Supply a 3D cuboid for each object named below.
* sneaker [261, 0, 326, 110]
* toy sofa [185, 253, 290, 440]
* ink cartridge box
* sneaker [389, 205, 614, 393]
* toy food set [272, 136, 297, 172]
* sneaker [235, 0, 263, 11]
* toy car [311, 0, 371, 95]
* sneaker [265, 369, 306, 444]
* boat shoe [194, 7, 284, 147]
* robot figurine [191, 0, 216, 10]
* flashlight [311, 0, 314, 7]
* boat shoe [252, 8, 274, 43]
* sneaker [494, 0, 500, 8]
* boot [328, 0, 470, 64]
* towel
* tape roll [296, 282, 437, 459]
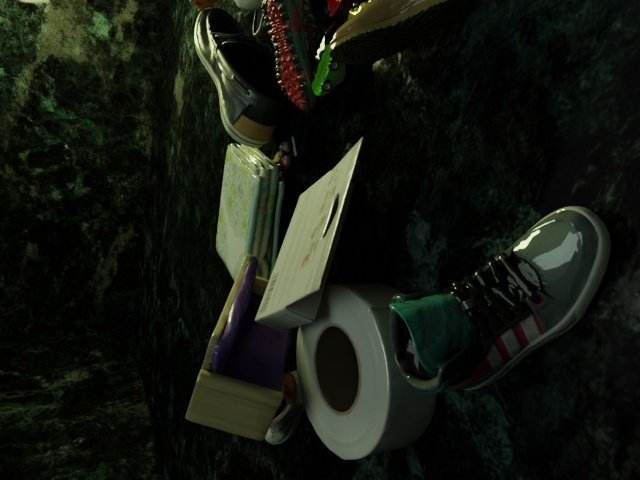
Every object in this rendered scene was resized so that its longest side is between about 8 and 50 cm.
[{"bbox_3d":[-0.030,-0.415,0.977,0.104,0.125,0.262,28,139,47],"label":"sneaker"},{"bbox_3d":[-0.132,0.190,0.914,0.363,0.150,0.177,-85,17,-66],"label":"toy sofa"},{"bbox_3d":[0.000,0.000,0.812,0.261,0.066,0.296,-33,34,56],"label":"ink cartridge box"},{"bbox_3d":[0.174,0.078,0.520,0.124,0.178,0.296,61,137,41],"label":"sneaker"},{"bbox_3d":[-0.097,-0.207,1.153,0.122,0.019,0.078,-43,53,50],"label":"toy food set"},{"bbox_3d":[-0.113,-0.661,1.013,0.297,0.111,0.129,-53,6,20],"label":"sneaker"},{"bbox_3d":[0.043,-0.392,0.895,0.239,0.053,0.225,62,138,42],"label":"toy car"},{"bbox_3d":[-0.104,0.380,1.033,0.106,0.123,0.290,62,139,38],"label":"sneaker"},{"bbox_3d":[-0.212,-0.475,1.218,0.156,0.186,0.500,-46,52,38],"label":"boat shoe"},{"bbox_3d":[-0.239,-0.764,1.248,0.290,0.085,0.211,-20,56,24],"label":"robot figurine"},{"bbox_3d":[0.002,-0.597,0.941,0.103,0.103,0.304,51,141,-6],"label":"flashlight"},{"bbox_3d":[-0.119,-0.656,1.134,0.108,0.102,0.302,29,113,57],"label":"boat shoe"},{"bbox_3d":[0.239,-0.334,0.578,0.098,0.038,0.069,-132,50,-62],"label":"sneaker"},{"bbox_3d":[0.110,-0.439,0.713,0.236,0.089,0.270,-11,79,27],"label":"boot"},{"bbox_3d":[-0.199,-0.062,1.248,0.320,0.090,0.375,46,129,55],"label":"towel"},{"bbox_3d":[0.065,0.213,0.776,0.286,0.100,0.286,-7,82,60],"label":"tape roll"}]
